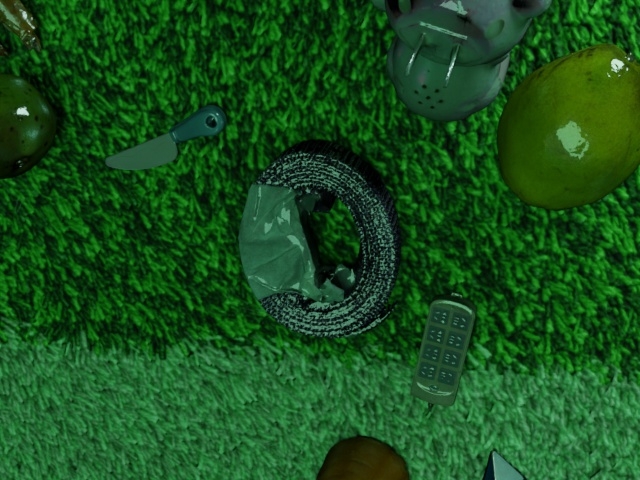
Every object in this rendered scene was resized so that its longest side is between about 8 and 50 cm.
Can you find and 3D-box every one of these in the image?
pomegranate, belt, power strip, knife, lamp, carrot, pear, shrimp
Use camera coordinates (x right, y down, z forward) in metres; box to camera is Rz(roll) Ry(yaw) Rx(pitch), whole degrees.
[{"bbox_3d":[-0.551,-0.213,1.957,0.187,0.187,0.225,-47,65,23],"label":"pomegranate"},{"bbox_3d":[0.000,0.000,1.910,0.260,0.122,0.325,-7,106,12],"label":"belt"},{"bbox_3d":[0.207,0.194,1.973,0.080,0.029,0.227,14,112,9],"label":"power strip"},{"bbox_3d":[-0.260,-0.161,1.970,0.244,0.032,0.058,-24,110,25],"label":"knife"},{"bbox_3d":[0.178,-0.289,1.648,0.247,0.247,0.301,22,153,9],"label":"lamp"},{"bbox_3d":[0.051,0.449,2.004,0.159,0.225,0.159,5,107,16],"label":"carrot"},{"bbox_3d":[0.374,-0.163,1.710,0.212,0.212,0.269,35,109,0],"label":"pear"},{"bbox_3d":[-0.546,-0.375,1.959,0.187,0.051,0.132,43,132,3],"label":"shrimp"}]

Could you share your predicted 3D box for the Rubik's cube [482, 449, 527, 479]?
[{"bbox_3d":[0.355,0.471,2.014,0.250,0.284,0.234,-12,84,-8],"label":"Rubik's cube"}]
